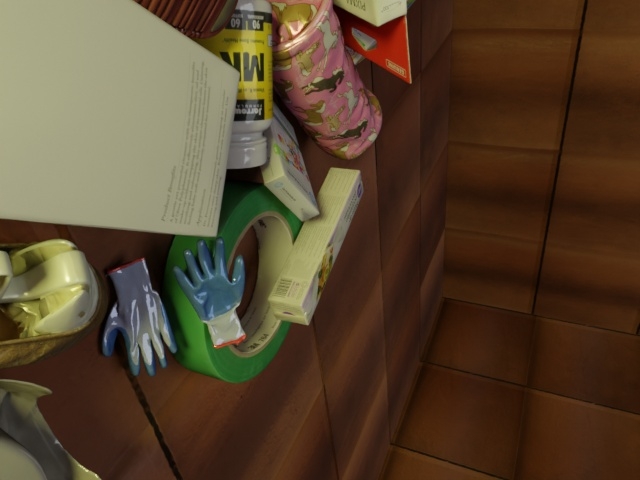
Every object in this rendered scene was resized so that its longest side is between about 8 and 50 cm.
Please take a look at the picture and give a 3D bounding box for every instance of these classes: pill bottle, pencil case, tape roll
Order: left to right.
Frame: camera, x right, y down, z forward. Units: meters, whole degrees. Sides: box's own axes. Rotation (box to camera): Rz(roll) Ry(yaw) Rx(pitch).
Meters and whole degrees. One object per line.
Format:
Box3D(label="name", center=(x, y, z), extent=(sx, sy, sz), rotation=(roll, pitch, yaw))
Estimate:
Box3D(label="pill bottle", center=(-0.122, -0.208, 0.708), extent=(0.119, 0.119, 0.209), rotation=(-36, 131, -59))
Box3D(label="tape roll", center=(-0.126, 0.064, 0.866), extent=(0.321, 0.077, 0.322), rotation=(9, 90, -67))
Box3D(label="pencil case", center=(-0.003, -0.288, 0.921), extent=(0.167, 0.160, 0.386), rotation=(-52, 154, -3))

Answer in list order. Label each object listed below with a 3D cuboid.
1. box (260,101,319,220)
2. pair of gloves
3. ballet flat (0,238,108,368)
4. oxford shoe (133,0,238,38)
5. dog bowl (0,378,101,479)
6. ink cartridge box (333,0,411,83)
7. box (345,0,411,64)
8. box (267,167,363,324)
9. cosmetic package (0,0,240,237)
Box3D(label="box", center=(-0.065, -0.141, 0.857), extent=(0.145, 0.038, 0.186), rotation=(45, 27, -61))
Box3D(label="pair of gloves", center=(-0.183, 0.086, 0.678), extent=(0.198, 0.023, 0.160), rotation=(-18, 109, -25))
Box3D(label="ballet flat", center=(-0.272, 0.040, 0.424), extent=(0.342, 0.124, 0.116), rotation=(9, 58, -66))
Box3D(label="oxford shoe", center=(-0.201, -0.290, 0.448), extent=(0.123, 0.130, 0.348), rotation=(-59, 153, 7))
Box3D(label="dog bowl", center=(-0.337, 0.267, 0.407), extent=(0.348, 0.102, 0.349), rotation=(9, 90, -68))
Box3D(label="ink cartridge box", center=(0.040, -0.398, 0.860), extent=(0.060, 0.275, 0.239), rotation=(-27, 135, -15))
Box3D(label="box", center=(0.102, -0.457, 1.033), extent=(0.203, 0.103, 0.114), rotation=(-43, -175, 38))
Box3D(label="box", center=(0.000, 0.000, 0.958), extent=(0.063, 0.067, 0.324), rotation=(75, 31, -48))
Box3D(label="cosmetic package", center=(-0.230, -0.113, 0.442), extent=(0.365, 0.155, 0.197), rotation=(11, 88, -67))
